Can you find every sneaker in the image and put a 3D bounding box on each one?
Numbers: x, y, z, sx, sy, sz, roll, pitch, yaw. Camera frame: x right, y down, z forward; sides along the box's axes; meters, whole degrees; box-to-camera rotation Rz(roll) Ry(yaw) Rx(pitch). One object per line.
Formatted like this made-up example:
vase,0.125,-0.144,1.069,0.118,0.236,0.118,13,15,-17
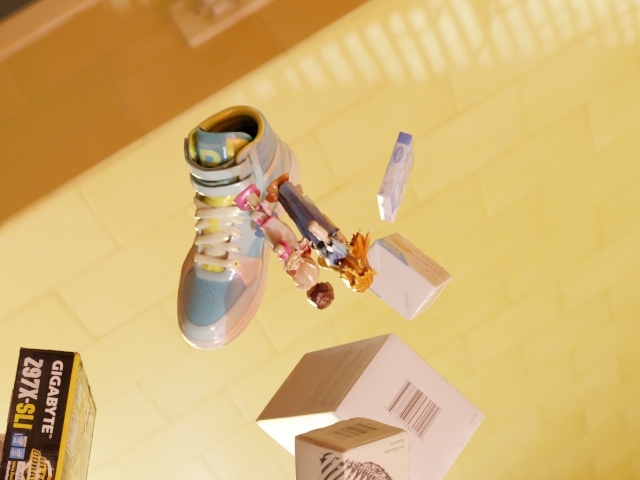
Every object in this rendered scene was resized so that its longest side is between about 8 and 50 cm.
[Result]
sneaker,-0.136,-0.033,1.764,0.208,0.127,0.319,61,41,-60

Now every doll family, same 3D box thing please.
doll family,0.000,0.000,1.646,0.163,0.118,0.263,51,-1,12

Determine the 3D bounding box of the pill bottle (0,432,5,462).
pill bottle,-0.456,0.387,2.008,0.176,0.176,0.318,57,-6,23

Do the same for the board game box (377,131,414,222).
board game box,0.097,-0.079,1.716,0.020,0.090,0.090,17,-16,11

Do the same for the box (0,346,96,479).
box,-0.340,0.294,1.678,0.322,0.079,0.257,105,-11,-70

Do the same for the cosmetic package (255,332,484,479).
cosmetic package,0.066,0.269,2.051,0.197,0.155,0.365,41,-22,-8

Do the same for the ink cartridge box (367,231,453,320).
ink cartridge box,0.117,0.045,1.857,0.104,0.062,0.181,39,13,8

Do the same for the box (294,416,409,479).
box,0.040,0.356,1.589,0.094,0.113,0.275,8,-75,48
